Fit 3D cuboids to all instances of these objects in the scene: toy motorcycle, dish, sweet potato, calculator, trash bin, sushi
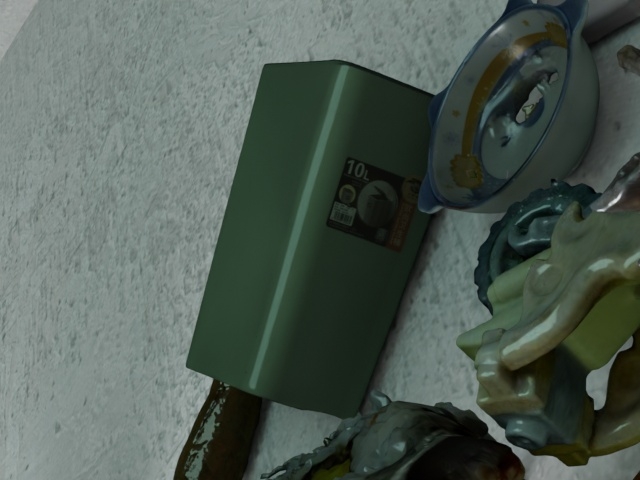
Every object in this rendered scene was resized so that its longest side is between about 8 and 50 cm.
[{"bbox_3d":[0.267,0.042,1.078,0.410,0.169,0.237,-8,51,43],"label":"toy motorcycle"},{"bbox_3d":[0.193,-0.117,1.438,0.236,0.086,0.228,-36,39,46],"label":"dish"},{"bbox_3d":[-0.099,0.181,1.758,0.075,0.075,0.273,-10,59,59],"label":"sweet potato"},{"bbox_3d":[0.256,-0.232,1.471,0.175,0.032,0.100,-25,48,52],"label":"calculator"},{"bbox_3d":[0.000,0.000,1.630,0.223,0.158,0.343,8,82,63],"label":"trash bin"},{"bbox_3d":[-0.007,0.279,1.210,0.417,0.176,0.417,-35,4,3],"label":"sushi"}]

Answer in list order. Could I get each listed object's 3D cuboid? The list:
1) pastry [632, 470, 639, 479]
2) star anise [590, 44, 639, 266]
[{"bbox_3d":[0.282,0.218,0.763,0.409,0.245,0.409,-25,36,19],"label":"pastry"},{"bbox_3d":[0.264,-0.057,0.973,0.231,0.089,0.209,24,56,26],"label":"star anise"}]
